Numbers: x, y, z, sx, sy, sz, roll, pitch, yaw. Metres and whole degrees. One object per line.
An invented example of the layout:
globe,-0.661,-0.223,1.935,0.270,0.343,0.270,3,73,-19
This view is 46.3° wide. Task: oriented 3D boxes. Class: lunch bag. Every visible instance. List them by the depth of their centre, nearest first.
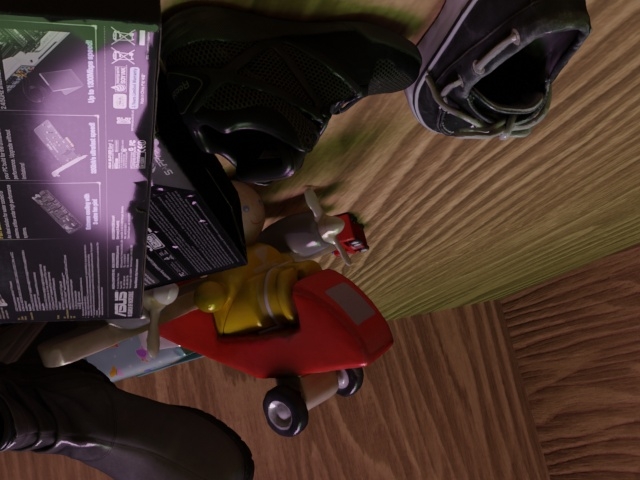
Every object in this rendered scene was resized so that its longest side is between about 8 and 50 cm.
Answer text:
lunch bag,-0.312,0.169,1.436,0.224,0.160,0.262,-20,177,15

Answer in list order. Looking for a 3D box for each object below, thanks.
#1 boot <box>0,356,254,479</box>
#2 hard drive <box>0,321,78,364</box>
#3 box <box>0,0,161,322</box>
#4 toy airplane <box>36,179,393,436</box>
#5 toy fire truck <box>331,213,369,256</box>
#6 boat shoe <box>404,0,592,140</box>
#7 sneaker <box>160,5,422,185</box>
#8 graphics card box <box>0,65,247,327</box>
boot,-0.256,0.206,0.782,0.338,0.118,0.223,15,173,25
hard drive,-0.446,0.182,1.055,0.237,0.064,0.339,-27,-158,27
box,-0.228,-0.048,0.461,0.243,0.076,0.307,-1,147,-15
toy airplane,-0.129,0.052,0.952,0.385,0.272,0.386,-2,-161,-9
toy fire truck,0.000,0.000,1.245,0.135,0.047,0.192,-15,168,11
boat shoe,0.151,-0.139,0.645,0.113,0.104,0.306,-10,167,-12
sneaker,-0.009,-0.105,0.586,0.228,0.130,0.087,-6,168,-36
graphics card box,-0.273,-0.017,0.660,0.371,0.094,0.232,-14,150,7
